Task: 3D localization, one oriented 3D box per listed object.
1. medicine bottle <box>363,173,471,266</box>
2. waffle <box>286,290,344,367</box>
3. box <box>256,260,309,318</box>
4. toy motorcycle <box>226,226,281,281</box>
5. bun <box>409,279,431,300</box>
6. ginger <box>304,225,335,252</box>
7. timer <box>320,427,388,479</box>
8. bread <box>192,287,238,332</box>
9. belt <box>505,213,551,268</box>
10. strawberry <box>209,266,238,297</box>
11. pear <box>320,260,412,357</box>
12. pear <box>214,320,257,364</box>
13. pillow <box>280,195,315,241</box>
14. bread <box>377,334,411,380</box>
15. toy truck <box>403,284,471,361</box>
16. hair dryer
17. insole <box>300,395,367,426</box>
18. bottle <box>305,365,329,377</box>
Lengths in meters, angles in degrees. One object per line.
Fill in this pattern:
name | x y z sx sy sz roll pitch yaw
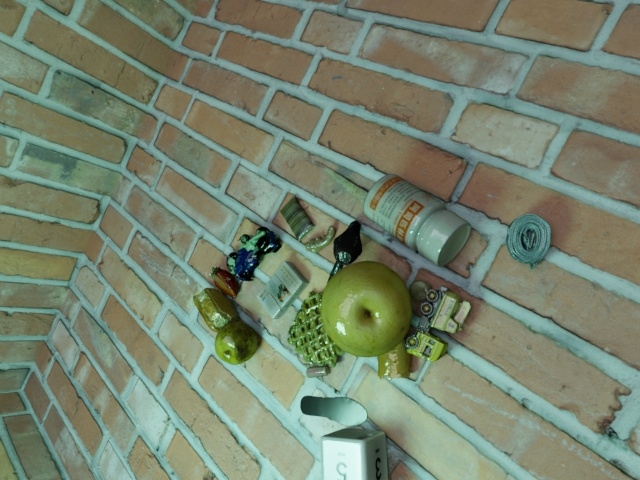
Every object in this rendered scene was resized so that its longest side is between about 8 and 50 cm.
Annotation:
medicine bottle | 0.357 -0.081 1.644 0.371 0.211 0.211 40 102 33
waffle | -0.001 0.373 1.860 0.297 0.073 0.317 22 90 34
box | -0.177 0.229 2.012 0.233 0.067 0.149 -51 57 14
toy motorcycle | -0.335 0.076 2.123 0.331 0.125 0.196 -39 63 24
bun | 0.385 0.190 1.662 0.086 0.055 0.086 2 93 40
ginger | 0.002 0.002 1.959 0.173 0.051 0.069 -31 70 19
timer | 0.125 0.817 1.609 0.194 0.192 0.195 -9 75 31
bread | -0.513 0.344 2.142 0.121 0.174 0.245 -48 62 17
belt | 0.704 -0.005 1.479 0.147 0.082 0.163 37 97 23
strawberry | -0.476 0.201 2.189 0.192 0.085 0.140 12 129 44
pear | 0.166 0.245 1.581 0.348 0.348 0.348 -8 76 32
pear | -0.388 0.472 2.031 0.197 0.197 0.197 -8 76 32
pillow | -0.113 -0.103 2.059 0.113 0.038 0.203 -44 61 18
bread | 0.276 0.439 1.658 0.134 0.085 0.173 -10 75 31
toy truck | 0.427 0.305 1.570 0.157 0.124 0.272 25 91 29
hair dryer | 0.071 0.097 1.806 0.120 0.304 0.359 24 116 -2
insole | 0.048 0.698 1.799 0.322 0.007 0.109 -6 75 32
bottle | -0.012 0.556 1.847 0.096 0.045 0.045 -17 71 27
